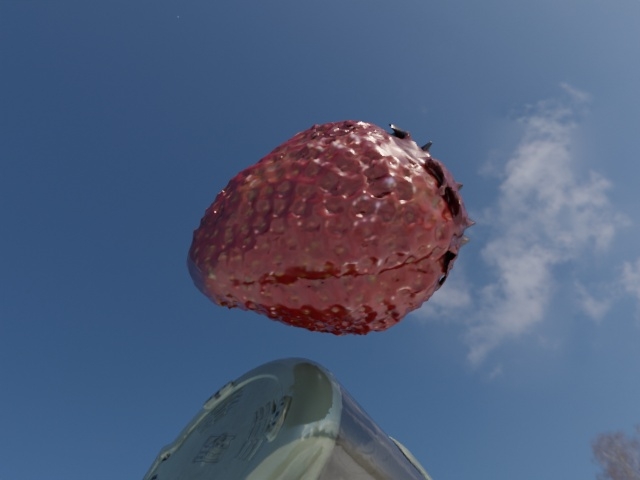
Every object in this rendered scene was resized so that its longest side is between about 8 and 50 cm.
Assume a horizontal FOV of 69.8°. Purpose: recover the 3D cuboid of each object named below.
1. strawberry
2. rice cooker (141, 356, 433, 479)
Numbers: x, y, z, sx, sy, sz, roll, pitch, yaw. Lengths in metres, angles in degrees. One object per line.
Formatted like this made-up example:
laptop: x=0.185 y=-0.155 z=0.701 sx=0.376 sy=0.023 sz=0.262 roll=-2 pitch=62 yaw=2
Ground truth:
strawberry: x=0.000 y=0.000 z=0.513 sx=0.288 sy=0.238 sz=0.250 roll=-11 pitch=-64 yaw=-22
rice cooker: x=-0.027 y=0.303 z=0.485 sx=0.288 sy=0.288 sz=0.277 roll=-38 pitch=-77 yaw=3
